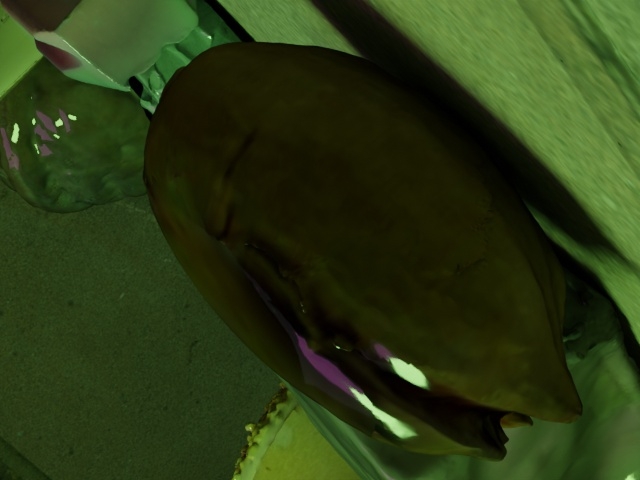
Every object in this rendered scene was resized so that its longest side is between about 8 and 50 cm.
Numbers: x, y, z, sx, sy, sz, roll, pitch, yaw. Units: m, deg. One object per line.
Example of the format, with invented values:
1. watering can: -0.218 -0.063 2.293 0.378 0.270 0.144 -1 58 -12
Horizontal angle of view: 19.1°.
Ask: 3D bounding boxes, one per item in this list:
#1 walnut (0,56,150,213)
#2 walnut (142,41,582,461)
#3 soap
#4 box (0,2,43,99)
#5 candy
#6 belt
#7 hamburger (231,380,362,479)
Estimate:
1. walnut: -0.220 -0.129 1.651 0.224 0.224 0.224 46 177 4
2. walnut: 0.015 0.000 0.803 0.245 0.137 0.137 43 176 32
3. soap: -0.125 -0.145 1.056 0.056 0.100 0.149 49 176 -37
4. box: -0.258 -0.183 1.276 0.168 0.212 0.095 45 177 20
5. candy: 0.065 0.064 0.941 0.185 0.137 0.195 44 174 33
6. belt: -0.071 -0.092 1.237 0.151 0.078 0.198 46 176 20
7. hamburger: 0.046 0.199 1.531 0.170 0.302 0.302 31 168 39
